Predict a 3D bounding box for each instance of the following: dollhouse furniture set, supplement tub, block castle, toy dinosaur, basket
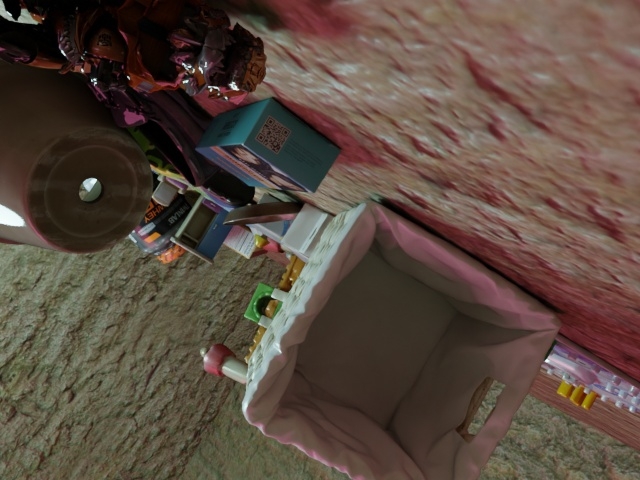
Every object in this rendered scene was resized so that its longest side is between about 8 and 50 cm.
[{"bbox_3d":[-0.301,-0.055,1.586,0.286,0.198,0.303,34,172,-27],"label":"dollhouse furniture set"},{"bbox_3d":[-0.518,-0.108,1.762,0.338,0.207,0.207,52,166,-20],"label":"supplement tub"},{"bbox_3d":[-0.134,0.202,1.714,0.213,0.453,0.303,19,170,29],"label":"block castle"},{"bbox_3d":[-0.200,-0.180,0.466,0.322,0.164,0.218,3,178,27],"label":"toy dinosaur"},{"bbox_3d":[0.092,0.157,0.877,0.331,0.328,0.266,31,176,-10],"label":"basket"}]

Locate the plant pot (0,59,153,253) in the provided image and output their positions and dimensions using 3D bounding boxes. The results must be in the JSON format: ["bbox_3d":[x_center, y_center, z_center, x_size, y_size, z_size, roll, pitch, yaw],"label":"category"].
[{"bbox_3d":[-0.416,-0.116,0.917,0.280,0.323,0.323,25,171,40],"label":"plant pot"}]

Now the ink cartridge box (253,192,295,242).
[{"bbox_3d":[-0.058,-0.022,1.295,0.175,0.072,0.127,29,174,11],"label":"ink cartridge box"}]

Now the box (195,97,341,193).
[{"bbox_3d":[-0.076,-0.113,0.739,0.101,0.060,0.244,33,173,-23],"label":"box"}]

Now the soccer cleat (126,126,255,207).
[{"bbox_3d":[-0.258,-0.150,1.135,0.289,0.093,0.121,32,176,-11],"label":"soccer cleat"}]

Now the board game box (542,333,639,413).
[{"bbox_3d":[0.456,0.248,1.136,0.390,0.050,0.390,31,174,-4],"label":"board game box"}]

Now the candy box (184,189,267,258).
[{"bbox_3d":[-0.319,-0.058,1.952,0.317,0.087,0.183,29,-170,9],"label":"candy box"}]

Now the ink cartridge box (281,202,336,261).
[{"bbox_3d":[0.000,0.000,1.119,0.090,0.092,0.143,28,172,24],"label":"ink cartridge box"}]

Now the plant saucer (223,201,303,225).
[{"bbox_3d":[-0.107,-0.053,1.154,0.169,0.029,0.168,-6,179,0],"label":"plant saucer"}]

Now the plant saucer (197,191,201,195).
[{"bbox_3d":[-0.322,-0.127,1.846,0.195,0.037,0.195,31,173,4],"label":"plant saucer"}]

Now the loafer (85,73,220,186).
[{"bbox_3d":[-0.240,-0.176,0.833,0.109,0.095,0.302,27,173,41],"label":"loafer"}]

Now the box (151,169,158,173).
[{"bbox_3d":[-0.499,-0.249,1.610,0.169,0.059,0.054,32,171,-13],"label":"box"}]
